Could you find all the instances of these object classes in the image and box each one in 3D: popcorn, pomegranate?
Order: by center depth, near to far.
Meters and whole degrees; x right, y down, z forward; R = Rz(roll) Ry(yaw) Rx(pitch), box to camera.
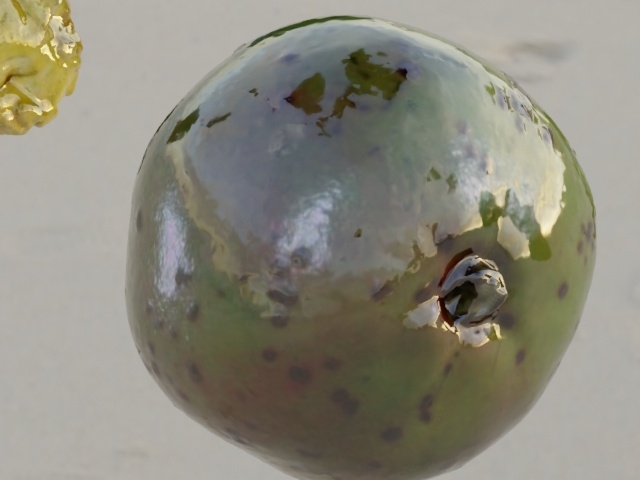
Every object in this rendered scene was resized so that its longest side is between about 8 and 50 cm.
[{"bbox_3d":[0.000,0.000,0.453,0.115,0.114,0.142,-4,10,-26],"label":"pomegranate"},{"bbox_3d":[-0.148,-0.091,0.819,0.084,0.084,0.084,8,26,-4],"label":"popcorn"}]
